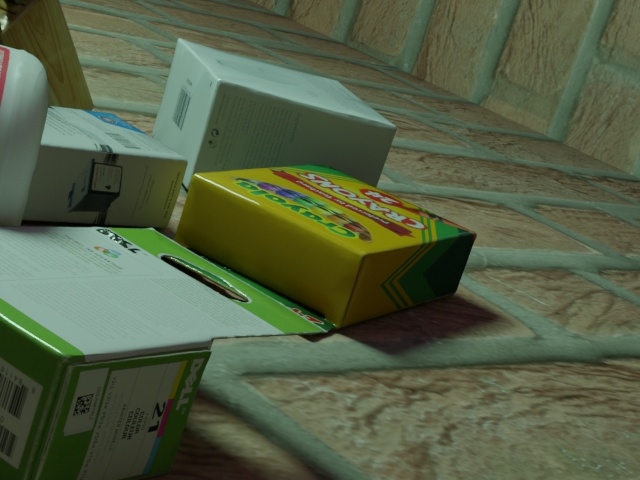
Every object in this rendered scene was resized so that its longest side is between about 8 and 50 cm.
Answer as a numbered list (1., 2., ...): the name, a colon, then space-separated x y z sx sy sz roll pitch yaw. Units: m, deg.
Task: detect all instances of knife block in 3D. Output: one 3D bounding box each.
1. knife block: -0.343 -0.256 1.491 0.088 0.242 0.276 26 16 21

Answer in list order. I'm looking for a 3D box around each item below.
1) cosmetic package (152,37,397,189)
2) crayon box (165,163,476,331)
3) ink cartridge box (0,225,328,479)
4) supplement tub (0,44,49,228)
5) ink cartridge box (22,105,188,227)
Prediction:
1. cosmetic package: -0.062 -0.130 1.580 0.225 0.138 0.224 11 16 -21
2. crayon box: 0.000 0.000 1.301 0.202 0.081 0.318 26 17 24
3. ink cartridge box: -0.146 0.067 0.856 0.189 0.097 0.255 28 16 32
4. supplement tub: -0.345 -0.073 0.930 0.272 0.191 0.191 14 15 -17
5. ink cartridge box: -0.249 -0.076 1.269 0.191 0.082 0.140 1 22 -45
